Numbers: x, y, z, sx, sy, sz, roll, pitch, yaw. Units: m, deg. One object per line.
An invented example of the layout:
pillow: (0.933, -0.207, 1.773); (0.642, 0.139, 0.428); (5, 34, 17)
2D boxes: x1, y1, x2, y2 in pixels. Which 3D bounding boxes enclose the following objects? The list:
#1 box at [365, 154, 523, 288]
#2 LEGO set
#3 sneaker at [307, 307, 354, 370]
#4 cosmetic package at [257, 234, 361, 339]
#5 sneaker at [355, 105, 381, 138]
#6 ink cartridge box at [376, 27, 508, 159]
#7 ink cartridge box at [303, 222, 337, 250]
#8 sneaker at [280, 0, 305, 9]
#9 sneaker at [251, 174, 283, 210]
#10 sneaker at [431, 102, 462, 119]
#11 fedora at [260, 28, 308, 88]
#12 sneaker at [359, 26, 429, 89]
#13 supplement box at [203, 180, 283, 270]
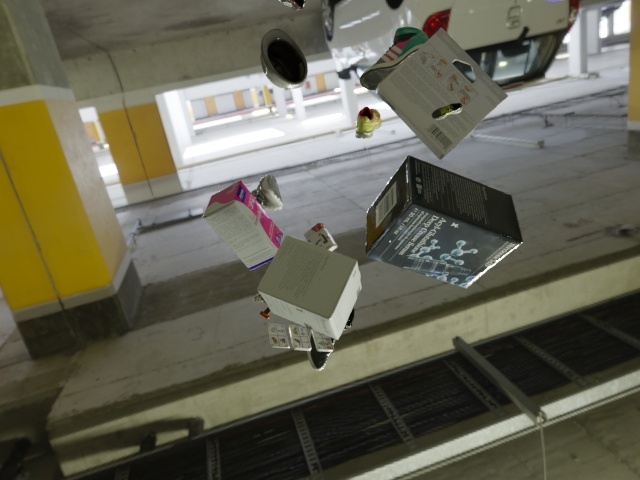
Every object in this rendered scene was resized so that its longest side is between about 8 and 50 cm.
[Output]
box: (0.385, -0.048, 1.512); (0.395, 0.293, 0.212); (17, -131, -14)
LEGO set: (-0.081, 0.215, 1.292); (0.182, 0.060, 0.244); (9, -144, -26)
sneaker: (0.041, 0.348, 1.768); (0.104, 0.296, 0.147); (26, 158, -27)
cosmetic package: (-0.019, 0.110, 1.074); (0.183, 0.151, 0.151); (19, -114, 19)
sneaker: (0.177, -0.451, 1.698); (0.081, 0.094, 0.208); (4, -144, 14)
ink cartridge box: (0.363, -0.441, 1.407); (0.261, 0.296, 0.066); (-42, 175, 2)
ink cartridge box: (0.000, 0.000, 2.171); (0.099, 0.135, 0.056); (-38, 166, 19)
sneaker: (-0.128, -0.751, 1.403); (0.162, 0.106, 0.281); (25, -164, -27)
sneaker: (-0.199, -0.148, 1.655); (0.115, 0.105, 0.281); (-16, 169, -6)
sneaker: (0.336, -0.347, 1.232); (0.083, 0.031, 0.035); (-19, 172, 3)
fedora: (-0.189, -0.818, 2.154); (0.124, 0.275, 0.244); (-13, -138, 51)
sneaker: (0.280, -0.695, 1.740); (0.295, 0.124, 0.178); (-16, -127, 32)
supplement box: (-0.214, -0.041, 1.319); (0.114, 0.220, 0.111); (-25, -147, 20)
